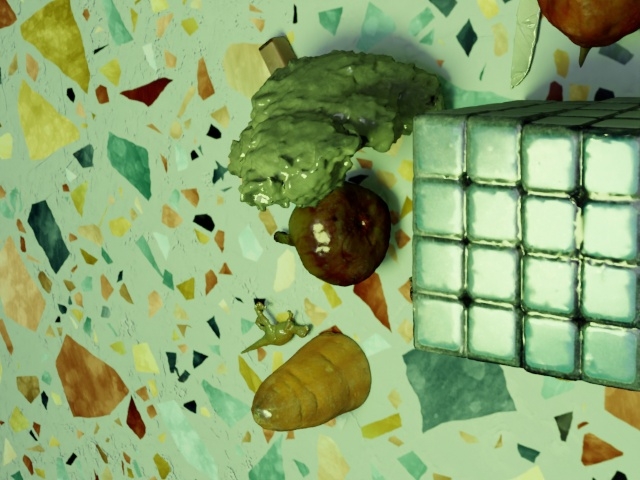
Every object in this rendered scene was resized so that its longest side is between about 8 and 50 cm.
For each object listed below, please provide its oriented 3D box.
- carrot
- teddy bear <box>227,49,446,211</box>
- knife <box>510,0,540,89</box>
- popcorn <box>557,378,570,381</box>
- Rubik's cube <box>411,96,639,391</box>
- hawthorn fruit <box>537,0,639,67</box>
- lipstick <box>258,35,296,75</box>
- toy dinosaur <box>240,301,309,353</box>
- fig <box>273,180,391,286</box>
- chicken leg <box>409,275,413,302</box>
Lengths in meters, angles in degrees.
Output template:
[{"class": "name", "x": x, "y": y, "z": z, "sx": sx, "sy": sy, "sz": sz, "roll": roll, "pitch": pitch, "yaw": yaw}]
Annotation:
[{"class": "carrot", "x": -0.038, "y": 0.273, "z": 2.036, "sx": 0.159, "sy": 0.225, "sz": 0.159, "roll": 17, "pitch": 115, "yaw": 40}, {"class": "teddy bear", "x": -0.013, "y": -0.150, "z": 1.778, "sx": 0.357, "sy": 0.367, "sz": 0.224, "roll": -15, "pitch": 124, "yaw": 35}, {"class": "knife", "x": 0.322, "y": -0.373, "z": 1.691, "sx": 0.047, "sy": 0.017, "sz": 0.297, "roll": 23, "pitch": 120, "yaw": 35}, {"class": "popcorn", "x": 0.403, "y": 0.187, "z": 1.757, "sx": 0.084, "sy": 0.084, "sz": 0.084, "roll": 12, "pitch": 109, "yaw": 37}, {"class": "Rubik's cube", "x": 0.348, "y": -0.021, "z": 1.543, "sx": 0.337, "sy": 0.344, "sz": 0.344, "roll": 5, "pitch": 105, "yaw": 35}, {"class": "hawthorn fruit", "x": 0.379, "y": -0.356, "z": 1.538, "sx": 0.190, "sy": 0.189, "sz": 0.251, "roll": 21, "pitch": 118, "yaw": 34}, {"class": "lipstick", "x": -0.058, "y": -0.295, "z": 2.006, "sx": 0.045, "sy": 0.045, "sz": 0.145, "roll": -32, "pitch": 81, "yaw": 38}, {"class": "toy dinosaur", "x": -0.089, "y": 0.194, "z": 2.173, "sx": 0.126, "sy": 0.039, "sz": 0.162, "roll": 36, "pitch": 124, "yaw": 25}, {"class": "fig", "x": 0.014, "y": -0.031, "z": 1.973, "sx": 0.290, "sy": 0.191, "sz": 0.190, "roll": -137, "pitch": 45, "yaw": -68}, {"class": "chicken leg", "x": 0.174, "y": 0.103, "z": 1.941, "sx": 0.083, "sy": 0.021, "sz": 0.036, "roll": 56, "pitch": 139, "yaw": 19}]
